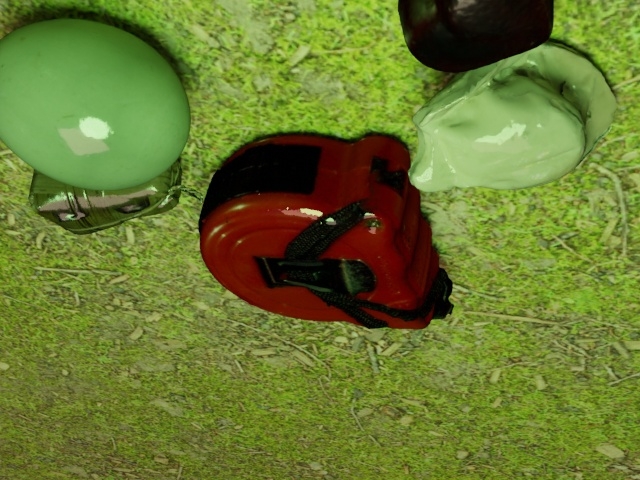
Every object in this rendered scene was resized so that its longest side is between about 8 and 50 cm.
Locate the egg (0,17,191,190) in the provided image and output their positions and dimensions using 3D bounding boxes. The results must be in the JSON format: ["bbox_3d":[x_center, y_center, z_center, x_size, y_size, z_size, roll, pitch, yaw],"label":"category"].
[{"bbox_3d":[-0.213,-0.124,0.884,0.192,0.149,0.149,17,146,-5],"label":"egg"}]

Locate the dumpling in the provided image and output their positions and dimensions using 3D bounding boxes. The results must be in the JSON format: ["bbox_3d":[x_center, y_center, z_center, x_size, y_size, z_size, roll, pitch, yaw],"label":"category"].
[{"bbox_3d":[0.165,-0.108,0.843,0.199,0.118,0.136,-22,132,-9],"label":"dumpling"}]

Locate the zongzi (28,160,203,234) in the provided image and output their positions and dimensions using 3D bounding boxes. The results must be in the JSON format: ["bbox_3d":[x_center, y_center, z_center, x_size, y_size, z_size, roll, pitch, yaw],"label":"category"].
[{"bbox_3d":[-0.210,-0.045,1.090,0.188,0.081,0.178,-4,163,4],"label":"zongzi"}]

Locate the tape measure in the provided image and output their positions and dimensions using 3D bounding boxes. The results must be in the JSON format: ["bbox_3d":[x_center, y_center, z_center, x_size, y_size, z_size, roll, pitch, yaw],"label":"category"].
[{"bbox_3d":[0.000,0.000,1.043,0.260,0.114,0.253,-1,145,17],"label":"tape measure"}]

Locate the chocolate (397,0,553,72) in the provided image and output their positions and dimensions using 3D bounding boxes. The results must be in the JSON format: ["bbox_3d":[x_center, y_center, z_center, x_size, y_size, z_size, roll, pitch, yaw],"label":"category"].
[{"bbox_3d":[0.124,-0.181,0.769,0.125,0.080,0.149,22,143,-16],"label":"chocolate"}]
